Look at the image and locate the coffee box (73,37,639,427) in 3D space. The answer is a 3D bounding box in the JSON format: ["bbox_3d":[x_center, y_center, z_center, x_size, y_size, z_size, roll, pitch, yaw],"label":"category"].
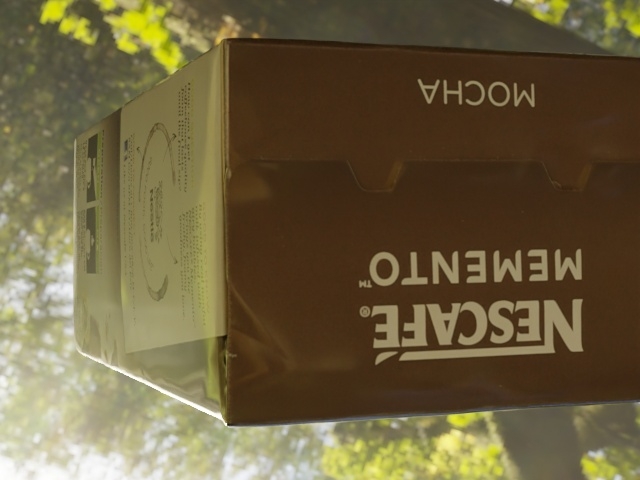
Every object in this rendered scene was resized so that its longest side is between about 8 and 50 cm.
[{"bbox_3d":[0.000,0.000,0.526,0.297,0.168,0.118,176,-86,-71],"label":"coffee box"}]
